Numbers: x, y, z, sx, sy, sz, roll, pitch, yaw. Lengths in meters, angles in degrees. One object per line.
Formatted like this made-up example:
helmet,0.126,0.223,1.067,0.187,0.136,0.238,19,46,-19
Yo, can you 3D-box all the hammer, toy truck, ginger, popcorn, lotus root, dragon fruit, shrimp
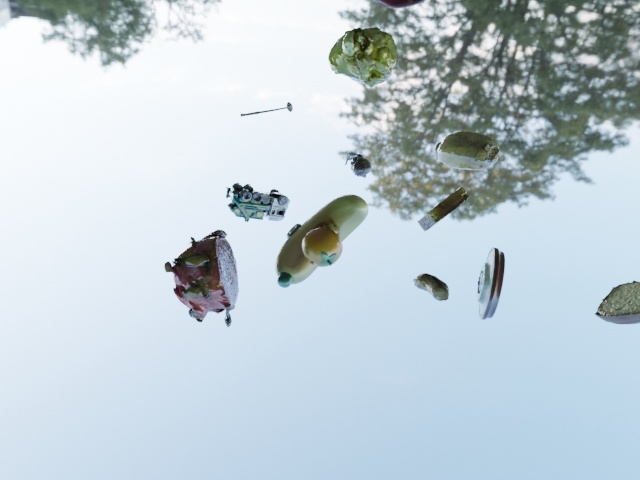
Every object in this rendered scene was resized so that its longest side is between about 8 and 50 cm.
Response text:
hammer,-0.124,-0.298,1.089,0.123,0.029,0.014,-10,-123,2
toy truck,-0.222,-0.124,1.645,0.216,0.116,0.110,5,-162,-32
ginger,0.442,0.181,1.852,0.095,0.069,0.190,-27,-148,-22
popcorn,0.146,-0.637,1.605,0.233,0.192,0.266,18,179,13
lotus root,0.599,-0.374,1.961,0.160,0.146,0.284,-38,-146,-26
dragon fruit,-0.313,0.104,1.275,0.147,0.211,0.282,-10,-113,5
shrimp,0.123,-0.247,1.536,0.073,0.074,0.190,5,-155,-6

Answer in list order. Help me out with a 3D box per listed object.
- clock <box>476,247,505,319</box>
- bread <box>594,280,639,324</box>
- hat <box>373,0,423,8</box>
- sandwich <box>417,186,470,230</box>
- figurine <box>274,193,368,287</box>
clock,0.723,0.185,2.044,0.080,0.318,0.318,11,-146,13
bread,0.616,0.121,0.917,0.126,0.129,0.044,-38,-88,-27
hat,0.199,-0.644,1.126,0.205,0.205,0.089,-4,-101,-18
sandwich,0.538,-0.137,2.068,0.215,0.186,0.065,-37,-97,-9
figurine,0.000,0.000,1.294,0.124,0.324,0.222,44,-159,-13
